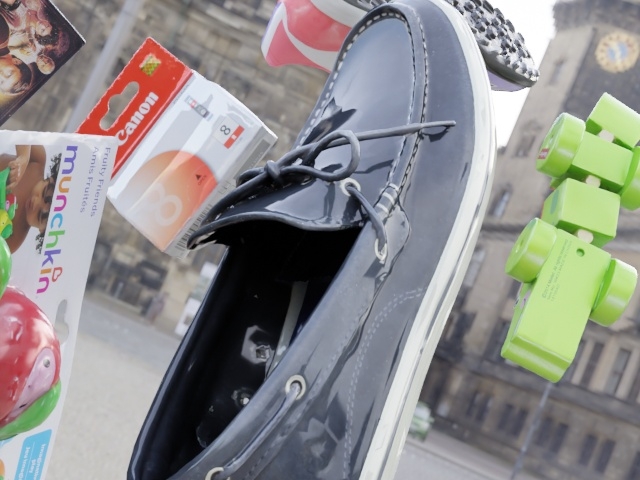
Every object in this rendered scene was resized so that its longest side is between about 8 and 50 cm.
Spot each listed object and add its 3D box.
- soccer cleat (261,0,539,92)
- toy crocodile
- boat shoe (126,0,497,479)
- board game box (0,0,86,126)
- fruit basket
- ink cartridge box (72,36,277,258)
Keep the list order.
[{"bbox_3d":[0.086,-0.192,1.047,0.318,0.116,0.109,8,50,-41],"label":"soccer cleat"},{"bbox_3d":[0.260,-0.014,1.086,0.115,0.341,0.105,23,-26,-2],"label":"toy crocodile"},{"bbox_3d":[0.000,0.000,0.776,0.156,0.500,0.186,35,-31,-30],"label":"boat shoe"},{"bbox_3d":[-0.339,-0.144,0.910,0.042,0.243,0.165,40,-6,39],"label":"board game box"},{"bbox_3d":[-0.255,0.085,0.727,0.165,0.327,0.353,18,9,24],"label":"fruit basket"},{"bbox_3d":[-0.148,-0.093,0.978,0.179,0.145,0.045,39,3,20],"label":"ink cartridge box"}]
